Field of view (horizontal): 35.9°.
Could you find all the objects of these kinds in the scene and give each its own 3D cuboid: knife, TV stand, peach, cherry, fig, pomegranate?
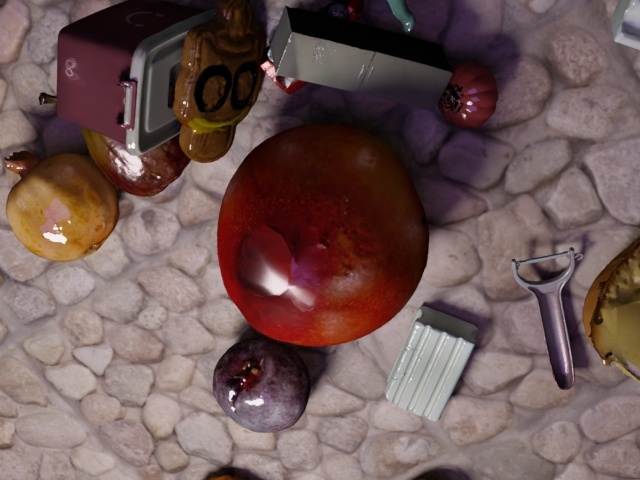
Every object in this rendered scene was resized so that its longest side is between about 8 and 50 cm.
[{"bbox_3d":[0.423,0.138,1.757,0.123,0.053,0.278,-10,115,14],"label":"knife"},{"bbox_3d":[0.063,-0.282,1.539,0.270,0.088,0.082,9,131,-20],"label":"TV stand"},{"bbox_3d":[0.000,0.000,1.612,0.388,0.388,0.388,6,118,11],"label":"peach"},{"bbox_3d":[-0.110,0.282,1.899,0.195,0.195,0.195,6,118,11],"label":"cherry"},{"bbox_3d":[-0.357,-0.190,1.708,0.274,0.145,0.170,30,126,-30],"label":"fig"},{"bbox_3d":[-0.467,-0.061,1.801,0.207,0.207,0.207,6,118,11],"label":"pomegranate"}]

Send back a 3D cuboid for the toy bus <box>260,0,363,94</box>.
[{"bbox_3d":[-0.003,-0.325,1.607,0.195,0.081,0.089,-30,116,25],"label":"toy bus"}]

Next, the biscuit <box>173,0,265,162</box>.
[{"bbox_3d":[-0.155,-0.262,1.607,0.041,0.208,0.290,24,113,25],"label":"biscuit"}]

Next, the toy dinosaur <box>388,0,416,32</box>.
[{"bbox_3d":[0.056,-0.470,1.396,0.331,0.129,0.383,14,120,-33],"label":"toy dinosaur"}]

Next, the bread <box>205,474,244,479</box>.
[{"bbox_3d":[-0.160,0.624,2.105,0.288,0.156,0.204,42,127,-13],"label":"bread"}]

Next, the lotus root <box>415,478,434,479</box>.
[{"bbox_3d":[0.189,0.564,2.005,0.125,0.118,0.221,54,125,21],"label":"lotus root"}]

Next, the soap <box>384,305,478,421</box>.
[{"bbox_3d":[0.204,0.232,1.853,0.119,0.066,0.198,22,120,4],"label":"soap"}]

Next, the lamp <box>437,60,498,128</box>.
[{"bbox_3d":[0.235,-0.233,1.585,0.107,0.092,0.107,22,121,44],"label":"lamp"}]

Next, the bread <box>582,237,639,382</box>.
[{"bbox_3d":[0.542,0.110,1.653,0.204,0.162,0.262,40,77,-7],"label":"bread"}]

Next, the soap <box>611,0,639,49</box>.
[{"bbox_3d":[0.559,-0.302,1.437,0.261,0.150,0.094,20,125,3],"label":"soap"}]

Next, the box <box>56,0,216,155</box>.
[{"bbox_3d":[-0.286,-0.277,1.591,0.168,0.294,0.193,18,121,17],"label":"box"}]
